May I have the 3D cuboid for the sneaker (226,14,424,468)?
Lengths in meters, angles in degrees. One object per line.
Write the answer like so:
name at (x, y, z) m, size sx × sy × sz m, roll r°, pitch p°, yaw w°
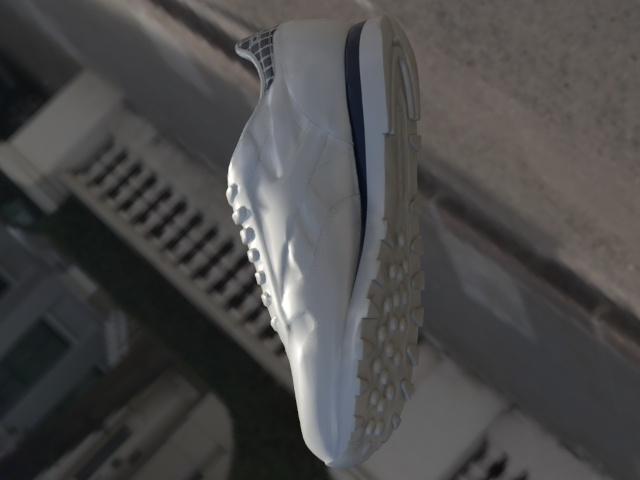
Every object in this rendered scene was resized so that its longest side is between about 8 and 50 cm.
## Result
sneaker at (0.000, 0.000, 0.714) m, size 0.094 × 0.235 × 0.090 m, roll -1°, pitch 170°, yaw 17°
